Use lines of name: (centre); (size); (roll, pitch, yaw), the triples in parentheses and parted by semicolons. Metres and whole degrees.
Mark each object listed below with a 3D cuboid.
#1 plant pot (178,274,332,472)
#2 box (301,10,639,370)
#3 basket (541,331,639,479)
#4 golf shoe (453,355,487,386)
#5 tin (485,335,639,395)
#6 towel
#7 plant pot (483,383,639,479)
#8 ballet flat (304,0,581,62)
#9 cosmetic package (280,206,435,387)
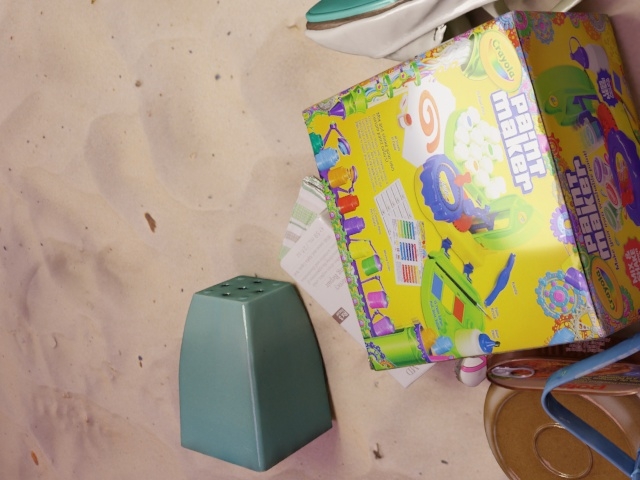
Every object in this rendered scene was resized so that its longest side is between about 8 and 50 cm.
plant pot: (-0.102, 0.179, 1.308); (0.166, 0.165, 0.234); (7, 108, 37)
box: (0.166, -0.042, 0.907); (0.279, 0.177, 0.289); (-17, 87, 46)
basket: (0.395, 0.184, 0.859); (0.289, 0.201, 0.255); (43, 135, -4)
golf shoe: (0.222, 0.120, 1.070); (0.086, 0.067, 0.186); (37, 131, 17)
tin: (0.276, 0.137, 0.985); (0.190, 0.040, 0.106); (3, 148, 2)
towel: (0.000, 0.000, 1.221); (0.113, 0.023, 0.152); (38, 131, 19)
plant pot: (0.300, 0.251, 1.099); (0.236, 0.032, 0.236); (19, 122, 32)
ballet flat: (0.150, -0.248, 0.909); (0.400, 0.139, 0.139); (-16, 101, 42)
cosmetic package: (0.072, 0.063, 1.136); (0.231, 0.085, 0.117); (45, 135, 5)
